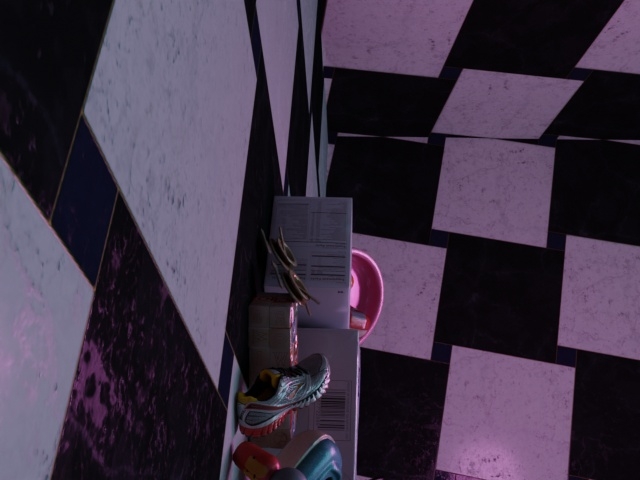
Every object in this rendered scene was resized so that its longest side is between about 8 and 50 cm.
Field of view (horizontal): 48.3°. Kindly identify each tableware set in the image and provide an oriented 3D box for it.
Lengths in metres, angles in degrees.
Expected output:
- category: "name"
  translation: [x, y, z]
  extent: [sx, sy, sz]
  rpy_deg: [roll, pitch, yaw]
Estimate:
- category: "tableware set"
  translation: [-0.060, 0.059, 1.515]
  extent: [0.128, 0.039, 0.194]
  rpy_deg: [49, 12, -42]

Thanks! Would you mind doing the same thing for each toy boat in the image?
- category: "toy boat"
  translation: [-0.057, 0.471, 1.334]
  extent: [0.267, 0.148, 0.318]
  rpy_deg: [-53, 150, -18]
- category: "toy boat"
  translation: [0.040, 0.148, 1.878]
  extent: [0.231, 0.151, 0.151]
  rpy_deg: [29, -81, 49]

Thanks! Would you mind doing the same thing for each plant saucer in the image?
- category: "plant saucer"
  translation: [0.038, 0.174, 2.086]
  extent: [0.084, 0.332, 0.332]
  rpy_deg: [18, -67, 51]

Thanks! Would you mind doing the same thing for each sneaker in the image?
- category: "sneaker"
  translation: [-0.065, 0.275, 1.348]
  extent: [0.225, 0.088, 0.093]
  rpy_deg: [-32, 120, -40]

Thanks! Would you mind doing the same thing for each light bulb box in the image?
- category: "light bulb box"
  translation: [-0.015, 0.419, 1.790]
  extent: [0.361, 0.225, 0.358]
  rpy_deg: [75, 17, -74]

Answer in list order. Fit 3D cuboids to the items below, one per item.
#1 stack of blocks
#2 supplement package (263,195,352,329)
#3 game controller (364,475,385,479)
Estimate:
- category: "stack of blocks"
  translation: [-0.096, 0.263, 1.509]
  extent: [0.171, 0.087, 0.297]
  rpy_deg: [-69, 160, -80]
- category: "supplement package"
  translation: [-0.023, 0.055, 1.741]
  extent: [0.199, 0.197, 0.263]
  rpy_deg: [88, 5, -54]
- category: "game controller"
  translation: [0.022, 0.606, 1.677]
  extent: [0.319, 0.166, 0.067]
  rpy_deg: [9, 48, -54]
